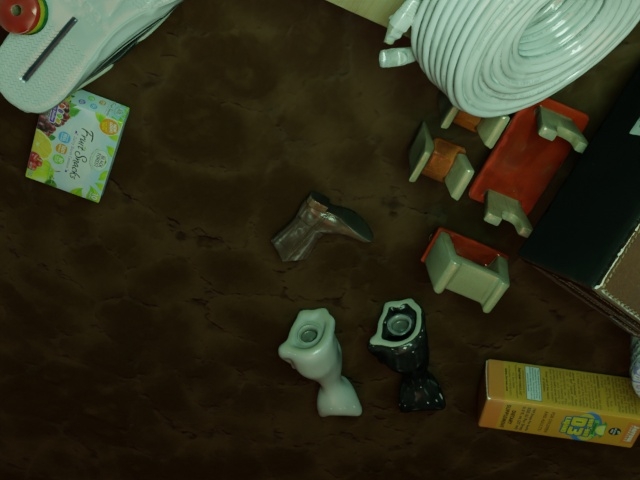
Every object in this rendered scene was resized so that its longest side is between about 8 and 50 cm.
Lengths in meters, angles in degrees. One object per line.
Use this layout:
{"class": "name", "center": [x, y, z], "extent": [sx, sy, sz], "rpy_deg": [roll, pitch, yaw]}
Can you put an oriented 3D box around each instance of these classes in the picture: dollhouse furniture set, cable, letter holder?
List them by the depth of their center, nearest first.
{"class": "cable", "center": [0.210, -0.228, 0.874], "extent": [0.257, 0.089, 0.257], "rpy_deg": [-6, 145, -43]}
{"class": "letter holder", "center": [0.394, -0.042, 0.956], "extent": [0.214, 0.152, 0.302], "rpy_deg": [33, 91, -21]}
{"class": "dollhouse furniture set", "center": [0.221, -0.056, 1.112], "extent": [0.262, 0.135, 0.259], "rpy_deg": [22, 120, -11]}

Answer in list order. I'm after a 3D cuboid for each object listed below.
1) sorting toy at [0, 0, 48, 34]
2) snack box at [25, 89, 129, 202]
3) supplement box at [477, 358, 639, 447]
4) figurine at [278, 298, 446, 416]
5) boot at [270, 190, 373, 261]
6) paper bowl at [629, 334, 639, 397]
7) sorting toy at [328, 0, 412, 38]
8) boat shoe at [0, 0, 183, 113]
{"class": "sorting toy", "center": [-0.259, -0.337, 0.875], "extent": [0.132, 0.046, 0.274], "rpy_deg": [1, 99, 14]}
{"class": "snack box", "center": [-0.307, -0.123, 1.167], "extent": [0.100, 0.037, 0.141], "rpy_deg": [19, 131, -10]}
{"class": "supplement box", "center": [0.353, 0.239, 1.362], "extent": [0.233, 0.080, 0.078], "rpy_deg": [6, 134, 1]}
{"class": "figurine", "center": [0.067, 0.194, 1.365], "extent": [0.215, 0.092, 0.209], "rpy_deg": [-7, 134, 16]}
{"class": "boot", "center": [0.000, 0.000, 1.229], "extent": [0.106, 0.037, 0.114], "rpy_deg": [35, 125, -5]}
{"class": "paper bowl", "center": [0.533, 0.118, 1.150], "extent": [0.284, 0.148, 0.284], "rpy_deg": [9, 150, 5]}
{"class": "sorting toy", "center": [0.077, -0.340, 0.859], "extent": [0.255, 0.089, 0.257], "rpy_deg": [18, 132, -24]}
{"class": "boat shoe", "center": [-0.211, -0.272, 0.972], "extent": [0.335, 0.119, 0.121], "rpy_deg": [-38, 105, 12]}
